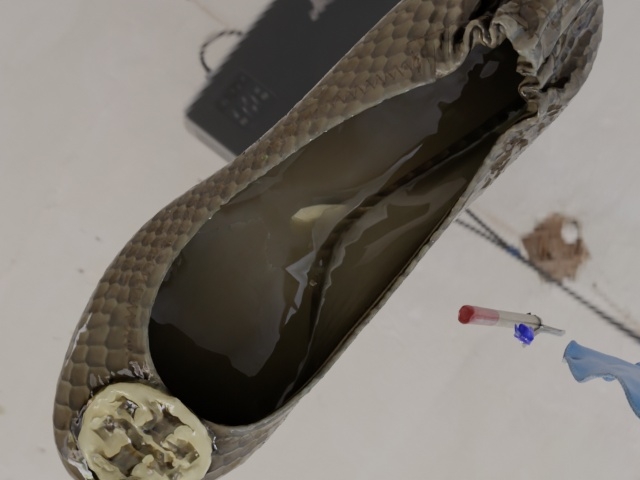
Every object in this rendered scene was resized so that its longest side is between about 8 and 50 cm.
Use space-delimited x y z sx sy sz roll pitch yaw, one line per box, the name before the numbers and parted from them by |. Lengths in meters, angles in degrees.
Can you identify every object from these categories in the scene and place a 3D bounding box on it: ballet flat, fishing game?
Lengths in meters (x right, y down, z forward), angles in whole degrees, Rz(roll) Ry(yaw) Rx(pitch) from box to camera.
ballet flat | 0.000 0.000 0.470 0.084 0.058 0.250 41 -79 -19
fishing game | 0.188 0.093 0.623 0.264 0.189 0.041 24 -85 21
